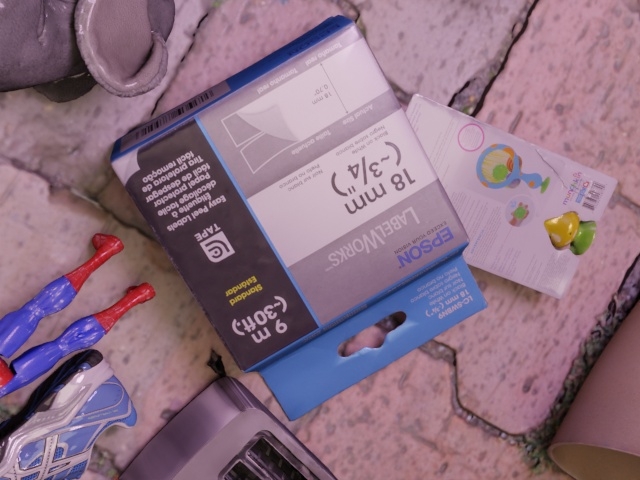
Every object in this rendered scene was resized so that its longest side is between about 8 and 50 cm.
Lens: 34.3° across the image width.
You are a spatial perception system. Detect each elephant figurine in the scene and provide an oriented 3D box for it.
[{"bbox_3d":[-0.191,-0.184,0.855,0.239,0.169,0.186,14,123,-37],"label":"elephant figurine"}]

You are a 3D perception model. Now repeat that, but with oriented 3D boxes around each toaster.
[{"bbox_3d":[-0.087,0.234,0.976,0.168,0.110,0.186,-45,111,-9],"label":"toaster"}]

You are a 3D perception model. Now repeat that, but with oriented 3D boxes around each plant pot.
[{"bbox_3d":[0.408,0.143,1.093,0.256,0.256,0.274,32,71,-22],"label":"plant pot"}]

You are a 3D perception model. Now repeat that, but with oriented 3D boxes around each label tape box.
[{"bbox_3d":[0.000,0.000,0.950,0.240,0.106,0.334,-30,108,0],"label":"label tape box"}]

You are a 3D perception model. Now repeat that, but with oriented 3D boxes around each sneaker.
[{"bbox_3d":[-0.255,0.195,0.923,0.211,0.080,0.081,-42,107,-8],"label":"sneaker"}]

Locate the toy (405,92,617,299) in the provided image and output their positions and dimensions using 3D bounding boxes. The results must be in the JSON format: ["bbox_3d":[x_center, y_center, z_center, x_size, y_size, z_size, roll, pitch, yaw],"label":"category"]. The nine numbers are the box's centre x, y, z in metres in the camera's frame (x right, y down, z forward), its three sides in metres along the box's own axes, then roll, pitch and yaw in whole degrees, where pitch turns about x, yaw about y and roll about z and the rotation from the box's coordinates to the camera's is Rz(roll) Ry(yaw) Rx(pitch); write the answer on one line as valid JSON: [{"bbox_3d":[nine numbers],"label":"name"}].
[{"bbox_3d":[0.166,-0.044,1.049,0.237,0.056,0.137,21,100,-13],"label":"toy"}]

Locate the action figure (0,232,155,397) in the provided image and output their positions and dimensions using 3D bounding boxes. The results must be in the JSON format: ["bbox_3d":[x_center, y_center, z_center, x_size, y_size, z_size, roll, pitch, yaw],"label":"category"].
[{"bbox_3d":[-0.288,0.109,0.901,0.280,0.139,0.091,-42,109,-33],"label":"action figure"}]
